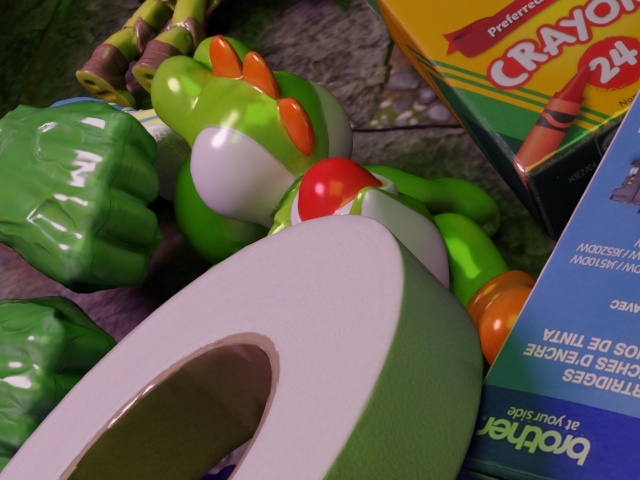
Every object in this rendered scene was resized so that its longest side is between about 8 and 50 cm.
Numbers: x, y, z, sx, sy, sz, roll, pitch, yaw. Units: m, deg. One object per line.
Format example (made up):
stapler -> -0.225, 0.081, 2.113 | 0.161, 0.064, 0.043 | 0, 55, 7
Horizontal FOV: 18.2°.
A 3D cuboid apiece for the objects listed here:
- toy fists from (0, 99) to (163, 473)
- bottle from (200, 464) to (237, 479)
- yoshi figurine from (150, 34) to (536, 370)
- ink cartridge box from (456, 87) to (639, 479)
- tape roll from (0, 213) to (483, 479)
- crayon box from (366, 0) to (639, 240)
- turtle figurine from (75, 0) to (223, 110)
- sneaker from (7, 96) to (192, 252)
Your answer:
toy fists -> -0.192, 0.036, 1.424 | 0.142, 0.096, 0.279 | 16, 86, 49
bottle -> -0.117, 0.201, 1.305 | 0.282, 0.092, 0.118 | -10, 48, 16
yoshi figurine -> 0.009, 0.011, 1.391 | 0.362, 0.203, 0.203 | 49, 117, 30
ink cartridge box -> 0.225, 0.103, 1.115 | 0.151, 0.270, 0.395 | 12, 59, 37
tape roll -> -0.079, 0.151, 1.095 | 0.392, 0.072, 0.392 | -39, 22, 19
crayon box -> 0.170, -0.168, 1.493 | 0.202, 0.081, 0.318 | -32, 46, -3
turtle figurine -> -0.097, -0.205, 1.636 | 0.269, 0.087, 0.217 | 10, 57, 30
sneaker -> -0.153, -0.082, 1.558 | 0.240, 0.091, 0.126 | -21, 47, 8
